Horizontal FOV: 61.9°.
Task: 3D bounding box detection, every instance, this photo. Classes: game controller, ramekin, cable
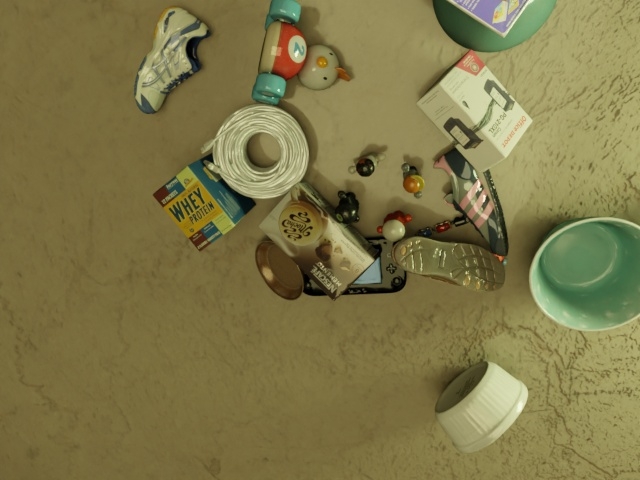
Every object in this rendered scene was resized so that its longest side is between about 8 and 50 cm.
[{"bbox_3d":[0.088,0.076,1.557,0.320,0.067,0.166,-4,109,11],"label":"game controller"},{"bbox_3d":[0.449,0.467,1.538,0.127,0.273,0.273,45,112,6],"label":"ramekin"},{"bbox_3d":[-0.160,-0.240,1.456,0.257,0.089,0.257,43,100,-10],"label":"cable"}]

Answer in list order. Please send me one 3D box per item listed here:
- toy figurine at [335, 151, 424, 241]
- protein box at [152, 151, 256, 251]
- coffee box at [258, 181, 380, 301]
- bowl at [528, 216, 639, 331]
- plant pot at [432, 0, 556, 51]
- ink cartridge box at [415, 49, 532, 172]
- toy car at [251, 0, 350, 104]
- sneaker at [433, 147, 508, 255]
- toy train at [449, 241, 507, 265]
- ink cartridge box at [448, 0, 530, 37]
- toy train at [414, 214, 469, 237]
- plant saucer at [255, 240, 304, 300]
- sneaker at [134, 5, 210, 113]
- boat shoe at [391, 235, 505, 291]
[{"bbox_3d":[0.159,-0.121,1.426,0.213,0.148,0.209,23,112,2],"label":"toy figurine"},{"bbox_3d":[-0.315,-0.113,1.486,0.136,0.201,0.199,-34,101,20],"label":"protein box"},{"bbox_3d":[0.000,0.000,1.481,0.297,0.119,0.168,45,105,4],"label":"coffee box"},{"bbox_3d":[0.693,0.063,1.389,0.312,0.163,0.311,4,110,10],"label":"bowl"},{"bbox_3d":[0.399,-0.570,1.191,0.291,0.195,0.289,4,111,9],"label":"plant pot"},{"bbox_3d":[0.375,-0.311,1.294,0.237,0.172,0.100,46,150,-7],"label":"ink cartridge box"},{"bbox_3d":[-0.032,-0.442,1.325,0.238,0.210,0.219,10,93,-12],"label":"toy car"},{"bbox_3d":[0.405,-0.096,1.422,0.131,0.112,0.318,-17,100,26],"label":"sneaker"},{"bbox_3d":[0.430,0.064,1.504,0.167,0.046,0.125,16,100,8],"label":"toy train"},{"bbox_3d":[0.348,-0.556,1.074,0.208,0.045,0.206,33,112,-4],"label":"ink cartridge box"},{"bbox_3d":[0.338,-0.035,1.485,0.159,0.036,0.027,-20,105,17],"label":"toy train"},{"bbox_3d":[-0.113,0.083,1.573,0.199,0.036,0.198,27,132,33],"label":"plant saucer"},{"bbox_3d":[-0.395,-0.459,1.423,0.131,0.112,0.296,28,113,-1],"label":"sneaker"},{"bbox_3d":[0.341,0.058,1.440,0.325,0.116,0.123,18,85,-11],"label":"boat shoe"}]
